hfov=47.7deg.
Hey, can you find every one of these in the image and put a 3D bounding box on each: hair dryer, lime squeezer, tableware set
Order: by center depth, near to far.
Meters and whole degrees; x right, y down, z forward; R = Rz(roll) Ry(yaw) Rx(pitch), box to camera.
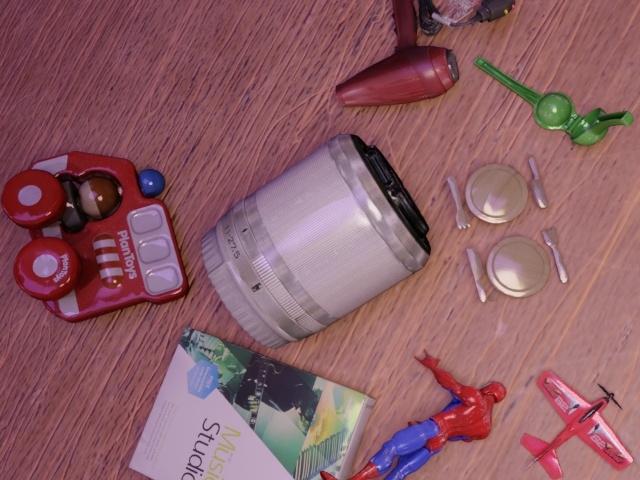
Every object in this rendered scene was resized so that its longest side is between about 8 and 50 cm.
[{"bbox_3d":[0.329,-0.181,1.006,0.058,0.110,0.310,-64,33,15],"label":"lime squeezer"},{"bbox_3d":[0.261,-0.013,1.022,0.128,0.039,0.194,-14,78,6],"label":"tableware set"},{"bbox_3d":[0.142,-0.308,1.134,0.293,0.080,0.223,-45,50,0],"label":"hair dryer"}]

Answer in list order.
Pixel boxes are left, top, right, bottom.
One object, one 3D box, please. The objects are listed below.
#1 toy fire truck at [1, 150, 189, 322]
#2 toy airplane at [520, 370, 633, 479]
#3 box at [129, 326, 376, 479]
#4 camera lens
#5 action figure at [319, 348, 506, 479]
[{"bbox_3d":[-0.372,-0.014,1.219,0.254,0.169,0.302,-15,71,-8],"label":"toy fire truck"},{"bbox_3d":[0.325,0.250,0.938,0.151,0.028,0.151,-6,74,21],"label":"toy airplane"},{"bbox_3d":[-0.105,0.287,1.073,0.322,0.058,0.232,16,79,22],"label":"box"},{"bbox_3d":[0.000,0.000,1.020,0.274,0.219,0.219,-33,68,11],"label":"camera lens"},{"bbox_3d":[0.116,0.249,0.965,0.280,0.091,0.139,-25,26,-19],"label":"action figure"}]
